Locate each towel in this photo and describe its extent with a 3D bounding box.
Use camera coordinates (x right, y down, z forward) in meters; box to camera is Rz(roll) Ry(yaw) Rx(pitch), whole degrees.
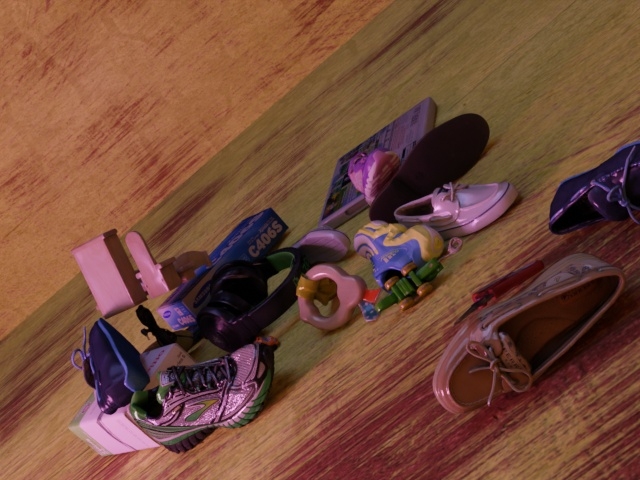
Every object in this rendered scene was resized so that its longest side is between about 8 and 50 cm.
[{"bbox_3d":[-0.295,0.214,2.322,0.119,0.029,0.067,-40,16,10],"label":"towel"}]

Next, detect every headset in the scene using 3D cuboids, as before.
[{"bbox_3d":[-0.204,0.126,2.085,0.394,0.185,0.243,-31,21,23],"label":"headset"}]

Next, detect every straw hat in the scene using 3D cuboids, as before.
[{"bbox_3d":[-0.339,0.274,2.223,0.144,0.144,0.061,-41,60,7],"label":"straw hat"}]

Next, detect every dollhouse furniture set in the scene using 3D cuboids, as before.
[{"bbox_3d":[-0.372,0.024,2.242,0.303,0.174,0.355,-22,5,35],"label":"dollhouse furniture set"}]

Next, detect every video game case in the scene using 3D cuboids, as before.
[{"bbox_3d":[0.138,-0.181,2.296,0.300,0.036,0.329,-33,22,27],"label":"video game case"}]

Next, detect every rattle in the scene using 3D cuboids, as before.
[{"bbox_3d":[0.065,0.107,1.824,0.199,0.142,0.130,-10,68,34],"label":"rattle"}]

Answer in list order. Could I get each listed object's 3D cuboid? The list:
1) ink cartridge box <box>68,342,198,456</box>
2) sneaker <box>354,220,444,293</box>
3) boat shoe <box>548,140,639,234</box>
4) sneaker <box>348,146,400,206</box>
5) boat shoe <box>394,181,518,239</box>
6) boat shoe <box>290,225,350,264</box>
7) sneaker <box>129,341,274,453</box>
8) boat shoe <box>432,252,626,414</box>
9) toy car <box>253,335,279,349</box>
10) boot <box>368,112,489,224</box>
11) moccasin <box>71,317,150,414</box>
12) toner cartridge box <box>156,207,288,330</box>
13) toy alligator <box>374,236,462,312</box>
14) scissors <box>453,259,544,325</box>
[{"bbox_3d":[-0.394,0.346,2.103,0.273,0.115,0.198,-21,29,49],"label":"ink cartridge box"},{"bbox_3d":[0.116,0.032,1.788,0.126,0.091,0.240,-52,21,-24],"label":"sneaker"},{"bbox_3d":[0.424,-0.060,1.383,0.089,0.109,0.258,-61,8,-26],"label":"boat shoe"},{"bbox_3d":[0.102,-0.145,2.032,0.095,0.104,0.236,-42,-12,-8],"label":"sneaker"},{"bbox_3d":[0.234,-0.059,1.751,0.258,0.084,0.095,-25,25,43],"label":"boat shoe"},{"bbox_3d":[0.000,0.000,2.103,0.226,0.083,0.076,-15,34,56],"label":"boat shoe"},{"bbox_3d":[-0.220,0.284,1.808,0.343,0.146,0.134,-34,36,27],"label":"sneaker"},{"bbox_3d":[0.264,0.120,1.255,0.285,0.104,0.089,-43,8,-1],"label":"boat shoe"},{"bbox_3d":[-0.115,0.225,1.914,0.060,0.040,0.122,-38,19,16],"label":"toy car"},{"bbox_3d":[0.210,-0.145,1.974,0.305,0.112,0.115,-44,8,5],"label":"boot"},{"bbox_3d":[-0.451,0.254,2.025,0.117,0.137,0.342,-48,18,-3],"label":"moccasin"},{"bbox_3d":[-0.240,0.069,2.404,0.348,0.075,0.165,-49,14,-30],"label":"toner cartridge box"},{"bbox_3d":[0.174,0.064,1.669,0.189,0.056,0.051,-40,-22,9],"label":"toy alligator"},{"bbox_3d":[0.223,0.088,1.366,0.109,0.021,0.297,-29,-1,39],"label":"scissors"}]
